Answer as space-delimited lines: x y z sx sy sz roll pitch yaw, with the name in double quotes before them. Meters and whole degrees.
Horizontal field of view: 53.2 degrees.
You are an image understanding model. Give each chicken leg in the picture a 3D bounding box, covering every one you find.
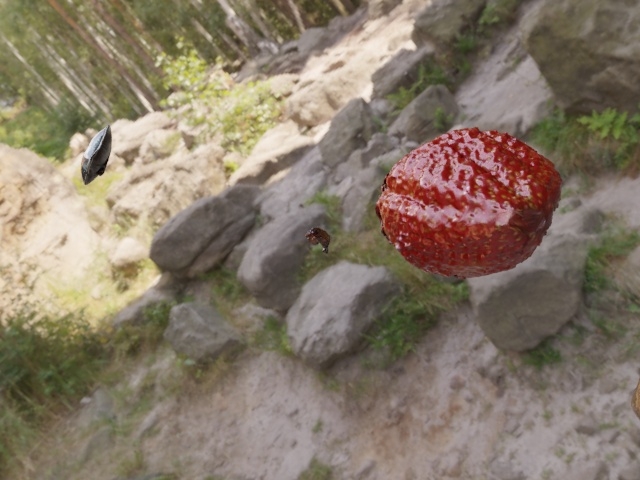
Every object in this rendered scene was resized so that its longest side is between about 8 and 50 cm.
"chicken leg" 0.000 -0.002 1.173 0.021 0.083 0.036 35 90 36

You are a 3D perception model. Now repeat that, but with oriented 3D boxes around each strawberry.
"strawberry" 0.233 -0.053 0.999 0.288 0.239 0.250 -140 62 -65

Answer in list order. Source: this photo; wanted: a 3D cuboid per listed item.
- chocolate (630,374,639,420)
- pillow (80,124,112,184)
"chocolate" 0.393 0.098 0.604 0.093 0.149 0.214 -101 17 -66
"pillow" -0.518 -0.198 1.477 0.091 0.055 0.135 85 -170 -55
